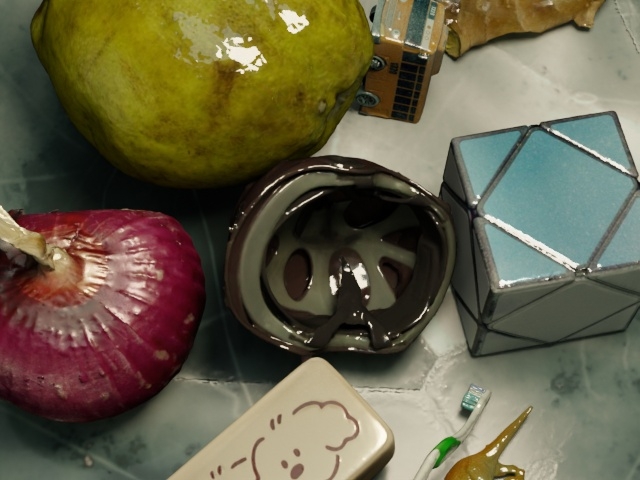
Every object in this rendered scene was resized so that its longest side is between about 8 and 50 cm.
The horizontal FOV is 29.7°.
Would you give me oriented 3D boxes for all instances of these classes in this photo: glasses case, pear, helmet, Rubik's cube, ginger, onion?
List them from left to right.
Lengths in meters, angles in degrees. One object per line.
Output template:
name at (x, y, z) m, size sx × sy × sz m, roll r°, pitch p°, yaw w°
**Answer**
onion at (-0.252, 0.082, 1.363) m, size 0.230 × 0.272 × 0.256 m, roll 15°, pitch 101°, yaw 1°
pear at (-0.143, -0.230, 1.460) m, size 0.413 × 0.352 × 0.352 m, roll 22°, pitch 66°, yaw 17°
glasses case at (-0.081, 0.286, 1.328) m, size 0.336 × 0.076 × 0.144 m, roll -41°, pitch 68°, yaw -12°
helmet at (0.000, 0.000, 1.393) m, size 0.305 × 0.177 × 0.225 m, roll 15°, pitch 105°, yaw -28°
ginger at (0.261, -0.331, 1.641) m, size 0.294 × 0.086 × 0.131 m, roll -13°, pitch 81°, yaw -7°
Rubik's cube at (0.260, -0.004, 1.420) m, size 0.205 × 0.207 × 0.205 m, roll -9°, pitch 65°, yaw -7°

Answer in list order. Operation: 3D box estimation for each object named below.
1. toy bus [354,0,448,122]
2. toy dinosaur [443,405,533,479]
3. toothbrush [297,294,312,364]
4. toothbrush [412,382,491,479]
toy bus at (0.103, -0.233, 1.542) m, size 0.103 × 0.182 × 0.091 m, roll 12°, pitch 65°, yaw 3°
toy dinosaur at (0.174, 0.259, 1.384) m, size 0.126 × 0.039 × 0.162 m, roll 7°, pitch 63°, yaw 4°
toothbrush at (-0.010, 0.189, 1.421) m, size 0.021 × 0.027 × 0.269 m, roll -12°, pitch 64°, yaw 11°
toothbrush at (0.132, 0.235, 1.313) m, size 0.030 × 0.030 × 0.304 m, roll 28°, pitch 31°, yaw 12°
